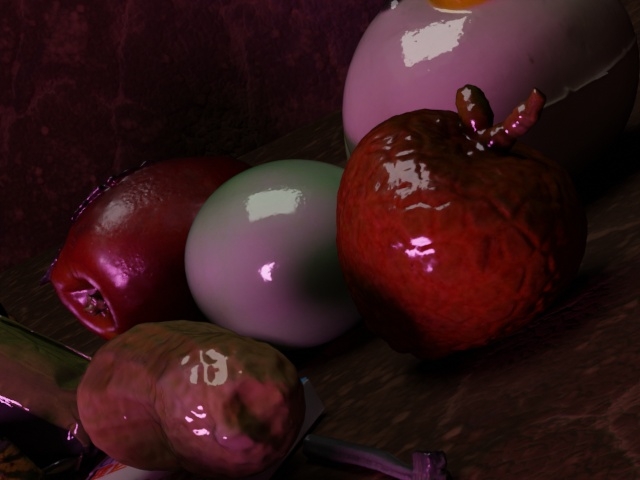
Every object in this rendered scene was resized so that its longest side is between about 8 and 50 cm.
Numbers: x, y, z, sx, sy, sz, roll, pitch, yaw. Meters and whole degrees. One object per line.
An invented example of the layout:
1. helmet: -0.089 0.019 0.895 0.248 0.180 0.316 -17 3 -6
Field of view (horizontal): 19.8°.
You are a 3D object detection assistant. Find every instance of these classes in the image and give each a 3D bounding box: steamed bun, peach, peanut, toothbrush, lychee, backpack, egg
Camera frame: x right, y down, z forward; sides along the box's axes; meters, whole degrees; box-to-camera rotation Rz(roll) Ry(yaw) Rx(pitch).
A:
1. steamed bun: 0.200 -0.181 2.176 0.374 0.334 0.334 -30 10 -27
2. peach: -0.182 0.027 2.526 0.362 0.201 0.257 -21 -33 -30
3. peanut: -0.114 0.143 1.731 0.159 0.143 0.291 -46 22 -26
4. toothbrush: 0.045 0.193 1.643 0.030 0.030 0.297 -6 1 -21
5. lychee: 0.134 -0.020 1.784 0.255 0.300 0.255 7 33 -4
6. backpack: -0.325 0.202 2.022 0.140 0.207 0.253 -60 -8 -31
7. egg: -0.033 0.016 2.115 0.270 0.220 0.220 -21 14 45

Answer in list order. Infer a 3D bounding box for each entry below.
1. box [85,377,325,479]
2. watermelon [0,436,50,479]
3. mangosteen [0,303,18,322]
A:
1. box: -0.159 0.252 1.839 0.273 0.048 0.265 -23 13 32
2. watermelon: -0.353 0.291 1.982 0.128 0.159 0.303 -3 -8 -29
3. mangosteen: -0.567 0.186 2.617 0.307 0.307 0.347 -28 -20 8
